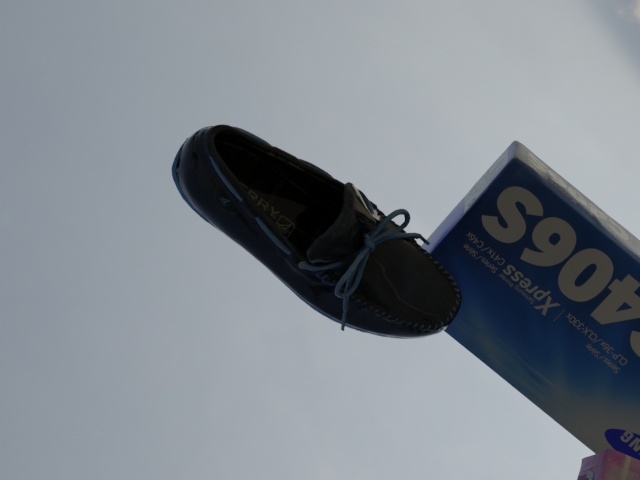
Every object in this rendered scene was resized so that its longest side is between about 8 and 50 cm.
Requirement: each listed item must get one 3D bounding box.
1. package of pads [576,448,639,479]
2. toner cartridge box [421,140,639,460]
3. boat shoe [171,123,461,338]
[{"bbox_3d":[0.187,0.185,1.014,0.032,0.050,0.083,22,-112,-9],"label":"package of pads"},{"bbox_3d":[0.254,0.085,1.354,0.348,0.165,0.075,38,-160,-4],"label":"toner cartridge box"},{"bbox_3d":[0.000,0.000,1.185,0.258,0.089,0.109,26,-113,-10],"label":"boat shoe"}]
